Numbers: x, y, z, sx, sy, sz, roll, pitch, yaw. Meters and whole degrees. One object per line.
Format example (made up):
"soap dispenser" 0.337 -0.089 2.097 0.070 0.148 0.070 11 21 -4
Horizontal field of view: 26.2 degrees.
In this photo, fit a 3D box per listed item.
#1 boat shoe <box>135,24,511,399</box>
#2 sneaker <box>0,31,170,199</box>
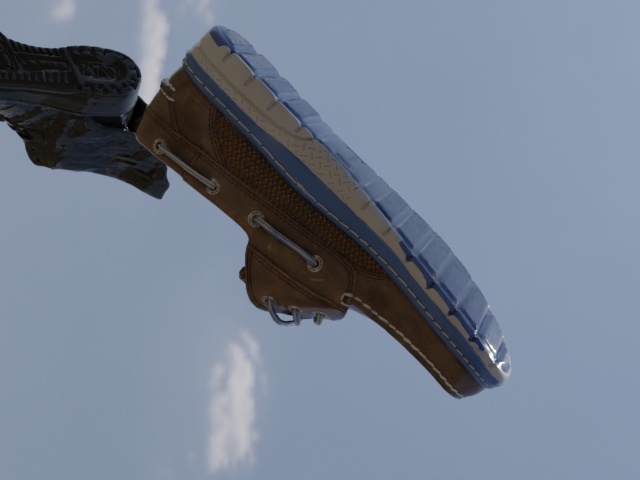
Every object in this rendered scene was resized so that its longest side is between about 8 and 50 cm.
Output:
"boat shoe" 0.000 0.000 0.558 0.066 0.066 0.183 -43 -97 14
"sneaker" -0.166 -0.076 0.801 0.089 0.170 0.051 113 -16 -52
